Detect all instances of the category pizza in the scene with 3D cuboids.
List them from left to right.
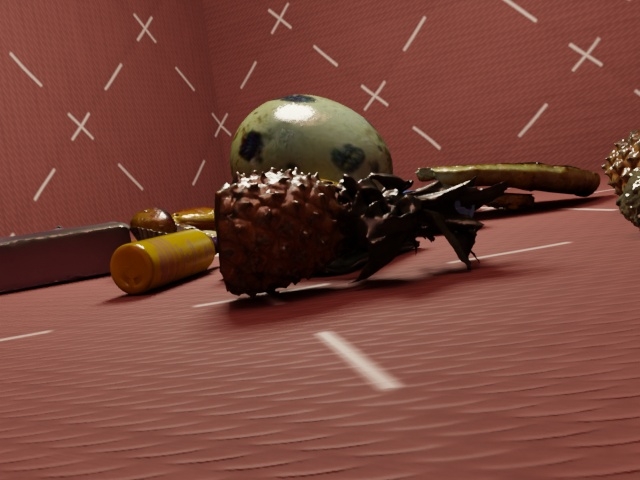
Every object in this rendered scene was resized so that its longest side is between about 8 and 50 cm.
[{"bbox_3d":[0.408,-0.087,1.511,0.178,0.041,0.131,1,4,-23],"label":"pizza"}]

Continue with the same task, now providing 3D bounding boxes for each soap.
[{"bbox_3d":[-0.551,0.027,1.425,0.296,0.107,0.285,-10,6,-20],"label":"soap"}]

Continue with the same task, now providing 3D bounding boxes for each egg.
[{"bbox_3d":[-0.026,-0.196,1.758,0.427,0.345,0.345,12,14,25],"label":"egg"}]

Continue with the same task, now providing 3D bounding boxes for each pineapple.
[{"bbox_3d":[0.052,-0.023,0.841,0.364,0.166,0.165,-6,5,-5],"label":"pineapple"},{"bbox_3d":[0.565,-0.126,1.167,0.166,0.166,0.193,-10,4,-22],"label":"pineapple"}]

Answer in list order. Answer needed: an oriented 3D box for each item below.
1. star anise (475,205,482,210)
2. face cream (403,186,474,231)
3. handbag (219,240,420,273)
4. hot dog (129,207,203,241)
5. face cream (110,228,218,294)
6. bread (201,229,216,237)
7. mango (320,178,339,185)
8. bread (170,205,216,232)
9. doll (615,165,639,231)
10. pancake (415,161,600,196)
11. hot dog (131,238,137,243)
[{"bbox_3d":[0.328,-0.094,1.657,0.180,0.061,0.204,-8,5,-5],"label":"star anise"},{"bbox_3d":[0.186,-0.060,1.386,0.149,0.083,0.264,-10,6,-26],"label":"face cream"},{"bbox_3d":[-0.001,-0.002,1.083,0.247,0.079,0.260,-2,5,34],"label":"handbag"},{"bbox_3d":[-0.294,-0.010,1.349,0.162,0.082,0.270,29,-2,-14],"label":"hot dog"},{"bbox_3d":[-0.231,0.024,1.127,0.078,0.078,0.273,-6,6,21],"label":"face cream"},{"bbox_3d":[-0.307,0.010,1.534,0.214,0.053,0.073,-11,3,-30],"label":"bread"},{"bbox_3d":[0.005,-0.065,1.491,0.167,0.130,0.262,-3,11,-5],"label":"mango"},{"bbox_3d":[-0.270,-0.057,1.915,0.380,0.109,0.185,-13,8,-31],"label":"bread"},{"bbox_3d":[0.539,-0.060,0.870,0.285,0.091,0.203,-18,38,5],"label":"doll"},{"bbox_3d":[0.425,-0.132,1.554,0.426,0.067,0.304,-1,-1,-38],"label":"pancake"},{"bbox_3d":[-0.444,0.020,1.696,0.122,0.049,0.037,-9,40,44],"label":"hot dog"}]
